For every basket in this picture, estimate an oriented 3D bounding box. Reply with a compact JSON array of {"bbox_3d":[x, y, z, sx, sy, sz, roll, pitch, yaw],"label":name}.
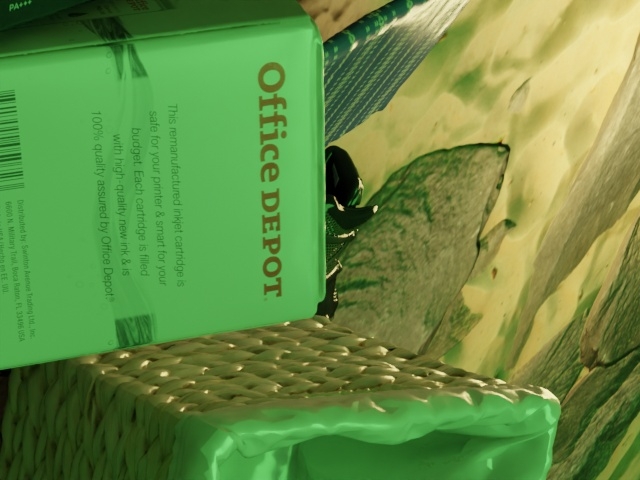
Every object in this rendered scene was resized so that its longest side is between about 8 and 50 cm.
[{"bbox_3d":[-0.046,0.239,1.340,0.328,0.266,0.331,-1,103,-40],"label":"basket"}]

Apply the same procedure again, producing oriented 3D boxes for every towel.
[{"bbox_3d":[-0.007,-0.118,1.494,0.336,0.040,0.243,-35,171,-41],"label":"towel"}]

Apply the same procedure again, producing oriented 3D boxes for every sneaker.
[{"bbox_3d":[0.000,0.000,1.612,0.130,0.087,0.227,-41,155,-2],"label":"sneaker"}]

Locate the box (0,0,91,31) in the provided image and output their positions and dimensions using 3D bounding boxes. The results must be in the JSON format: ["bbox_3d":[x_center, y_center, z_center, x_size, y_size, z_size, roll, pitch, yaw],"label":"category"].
[{"bbox_3d":[-0.143,-0.316,1.085,0.296,0.183,0.294,-28,136,-47],"label":"box"}]

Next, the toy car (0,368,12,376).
[{"bbox_3d":[-0.246,0.066,1.360,0.122,0.060,0.040,66,25,-61],"label":"toy car"}]

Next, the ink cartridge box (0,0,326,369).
[{"bbox_3d":[-0.149,-0.042,1.124,0.283,0.117,0.207,-9,120,-15],"label":"ink cartridge box"}]
